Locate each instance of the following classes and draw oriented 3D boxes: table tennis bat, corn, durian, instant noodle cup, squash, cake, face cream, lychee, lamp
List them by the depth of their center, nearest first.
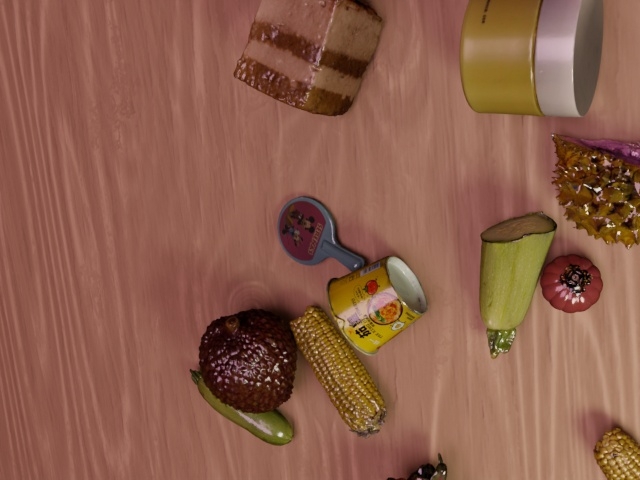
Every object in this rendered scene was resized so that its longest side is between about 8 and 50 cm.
[{"bbox_3d":[0.351,-0.317,1.151,0.179,0.218,0.218,9,105,31],"label":"face cream"},{"bbox_3d":[0.537,-0.068,1.158,0.341,0.112,0.191,14,106,26],"label":"durian"},{"bbox_3d":[0.601,0.471,1.251,0.293,0.106,0.106,49,121,14],"label":"corn"},{"bbox_3d":[0.451,0.078,1.254,0.107,0.092,0.108,-3,72,10],"label":"lamp"},{"bbox_3d":[0.344,0.082,1.319,0.137,0.137,0.288,23,122,25],"label":"squash"},{"bbox_3d":[-0.013,-0.410,1.374,0.196,0.198,0.293,31,111,28],"label":"cake"},{"bbox_3d":[0.122,0.123,1.428,0.144,0.182,0.182,-33,83,24],"label":"instant noodle cup"},{"bbox_3d":[0.042,0.289,1.547,0.115,0.115,0.318,-39,79,32],"label":"corn"},{"bbox_3d":[0.000,0.000,1.550,0.244,0.040,0.153,34,116,26],"label":"table tennis bat"},{"bbox_3d":[-0.162,0.280,1.604,0.235,0.236,0.272,7,124,30],"label":"lychee"},{"bbox_3d":[-0.212,0.408,1.738,0.340,0.094,0.095,28,114,24],"label":"squash"}]

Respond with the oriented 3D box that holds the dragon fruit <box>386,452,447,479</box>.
[{"bbox_3d":[0.213,0.581,1.464,0.192,0.193,0.274,9,77,28],"label":"dragon fruit"}]
